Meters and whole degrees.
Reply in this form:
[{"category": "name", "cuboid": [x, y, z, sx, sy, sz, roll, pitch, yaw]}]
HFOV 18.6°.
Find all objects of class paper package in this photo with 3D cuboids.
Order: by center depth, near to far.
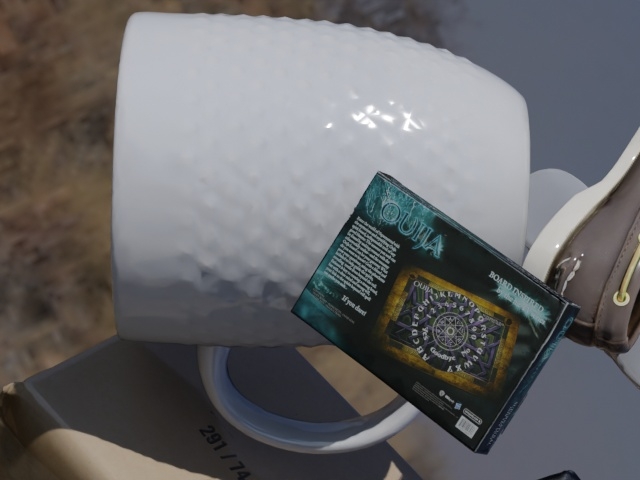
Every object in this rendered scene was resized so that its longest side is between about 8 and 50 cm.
[{"category": "paper package", "cuboid": [-0.101, 0.231, 1.764, 0.325, 0.168, 0.309, 45, 39, 13]}]

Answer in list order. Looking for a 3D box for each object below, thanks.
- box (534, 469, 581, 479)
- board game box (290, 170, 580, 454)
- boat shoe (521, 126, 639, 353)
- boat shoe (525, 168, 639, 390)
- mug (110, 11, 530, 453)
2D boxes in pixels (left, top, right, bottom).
[{"category": "box", "cuboid": [-0.009, 0.326, 1.284, 0.097, 0.395, 0.318, 53, 41, -15]}, {"category": "board game box", "cuboid": [0.080, 0.049, 1.401, 0.186, 0.126, 0.026, 37, 9, 30]}, {"category": "boat shoe", "cuboid": [0.277, -0.034, 1.539, 0.097, 0.324, 0.116, 27, -36, 27]}, {"category": "boat shoe", "cuboid": [0.253, 0.053, 1.623, 0.267, 0.096, 0.088, 45, -4, 31]}, {"category": "mug", "cuboid": [0.000, 0.000, 1.643, 0.276, 0.328, 0.374, -89, -178, -76]}]
